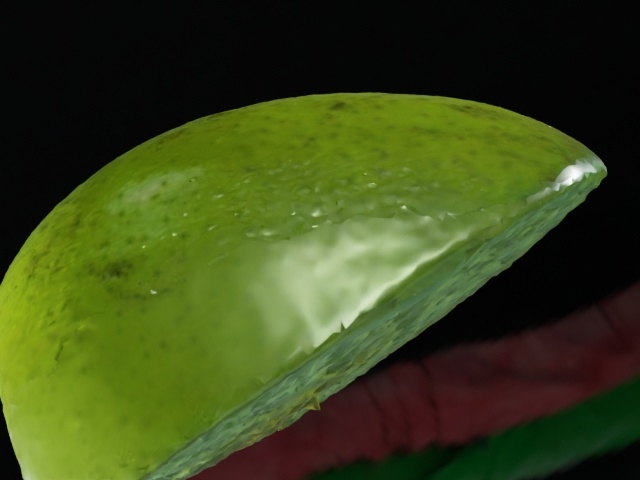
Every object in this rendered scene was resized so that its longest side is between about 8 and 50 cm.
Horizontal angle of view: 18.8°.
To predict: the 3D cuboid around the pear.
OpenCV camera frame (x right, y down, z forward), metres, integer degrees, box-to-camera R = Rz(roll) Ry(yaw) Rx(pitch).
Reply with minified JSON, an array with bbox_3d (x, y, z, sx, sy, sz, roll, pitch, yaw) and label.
[{"bbox_3d":[-0.001,-0.004,0.823,0.239,0.139,0.288,-28,-5,18],"label":"pear"}]
